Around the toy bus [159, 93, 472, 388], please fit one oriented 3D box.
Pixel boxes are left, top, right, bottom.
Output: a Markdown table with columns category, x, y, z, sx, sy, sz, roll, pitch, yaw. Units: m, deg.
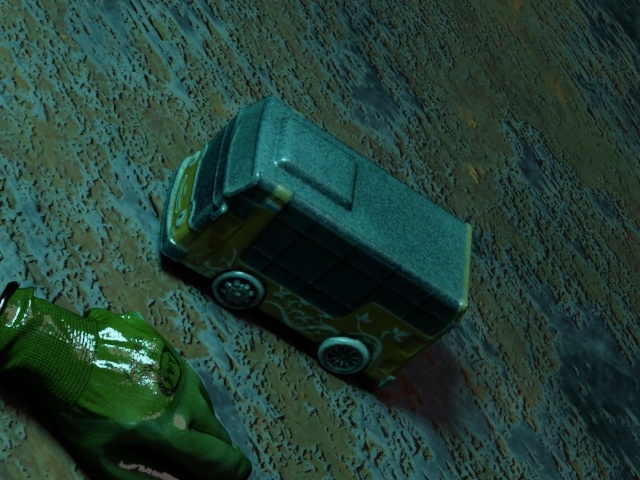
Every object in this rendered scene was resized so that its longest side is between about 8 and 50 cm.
| category | x | y | z | sx | sy | sz | roll | pitch | yaw |
| --- | --- | --- | --- | --- | --- | --- | --- | --- | --- |
| toy bus | 0.000 | 0.000 | 1.859 | 0.275 | 0.167 | 0.138 | 32 | 40 | -21 |

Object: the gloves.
| category | x | y | z | sx | sy | sz | roll | pitch | yaw |
| --- | --- | --- | --- | --- | --- | --- | --- | --- | --- |
| gloves | -0.164 | 0.128 | 1.635 | 0.268 | 0.107 | 0.135 | 34 | 69 | -23 |

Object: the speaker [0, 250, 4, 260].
| category | x | y | z | sx | sy | sz | roll | pitch | yaw |
| --- | --- | --- | --- | --- | --- | --- | --- | --- | --- |
| speaker | -0.322 | 0.040 | 1.444 | 0.044 | 0.218 | 0.082 | -12 | 66 | -52 |
